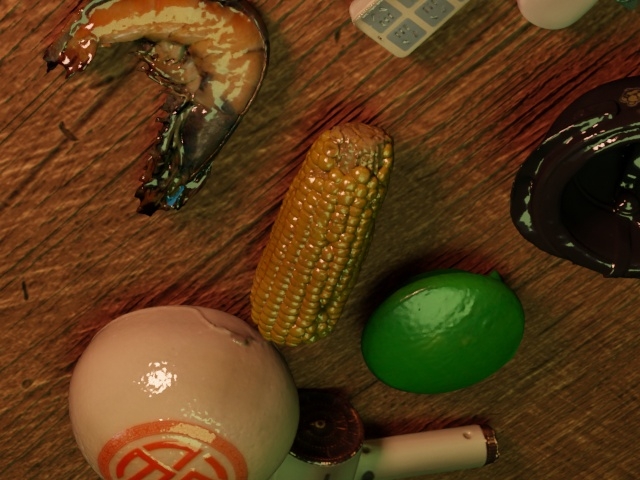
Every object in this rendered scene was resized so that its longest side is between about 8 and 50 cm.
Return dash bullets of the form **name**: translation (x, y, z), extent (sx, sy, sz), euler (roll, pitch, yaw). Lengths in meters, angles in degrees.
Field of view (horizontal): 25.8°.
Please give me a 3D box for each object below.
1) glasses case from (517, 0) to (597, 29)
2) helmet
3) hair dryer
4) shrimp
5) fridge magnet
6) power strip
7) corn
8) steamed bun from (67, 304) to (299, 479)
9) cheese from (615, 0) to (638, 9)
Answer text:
- **glasses case**: translation (0.272, -0.292, 1.392), extent (0.076, 0.049, 0.197), euler (19, 127, -28)
- **helmet**: translation (0.343, -0.087, 1.535), extent (0.278, 0.160, 0.231), euler (5, 134, -1)
- **hair dryer**: translation (0.092, 0.298, 1.901), extent (0.362, 0.128, 0.203), euler (-5, 134, -19)
- **shrimp**: translation (-0.180, -0.142, 1.431), extent (0.222, 0.054, 0.290), euler (9, 128, -22)
- **fridge magnet**: translation (0.151, 0.112, 1.736), extent (0.208, 0.088, 0.208), euler (-7, 135, -7)
- **power strip**: translation (0.115, -0.261, 1.397), extent (0.192, 0.035, 0.081), euler (-39, 130, 25)
- **corn**: translation (0.000, 0.000, 1.573), extent (0.119, 0.119, 0.322), euler (8, 127, -20)
- **steamed bun**: translation (-0.167, 0.221, 1.679), extent (0.283, 0.177, 0.283), euler (2, 136, 2)
- **cheese**: translation (0.338, -0.289, 1.426), extent (0.067, 0.026, 0.121), euler (22, 126, -30)
